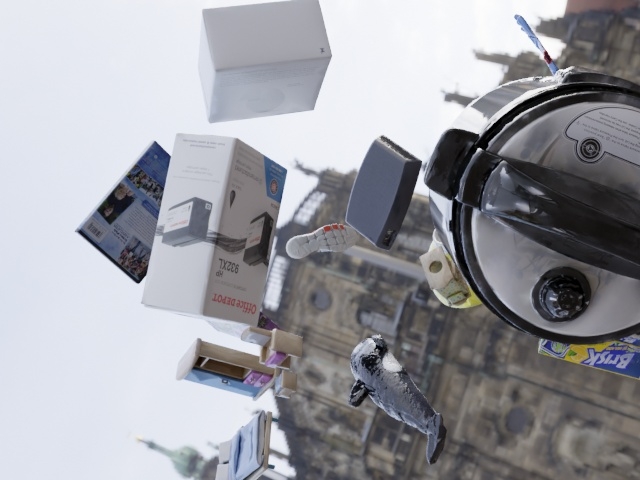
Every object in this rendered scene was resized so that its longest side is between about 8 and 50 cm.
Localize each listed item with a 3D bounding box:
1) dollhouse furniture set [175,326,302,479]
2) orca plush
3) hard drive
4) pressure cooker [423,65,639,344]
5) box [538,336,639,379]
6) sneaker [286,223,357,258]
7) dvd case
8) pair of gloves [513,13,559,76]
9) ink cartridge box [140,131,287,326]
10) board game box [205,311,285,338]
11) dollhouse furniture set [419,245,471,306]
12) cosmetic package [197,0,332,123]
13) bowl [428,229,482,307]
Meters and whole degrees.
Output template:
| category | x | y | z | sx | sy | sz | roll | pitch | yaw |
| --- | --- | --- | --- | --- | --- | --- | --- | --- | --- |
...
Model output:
| category | x | y | z | sx | sy | sz | roll | pitch | yaw |
| --- | --- | --- | --- | --- | --- | --- | --- | --- | --- |
| dollhouse furniture set | -0.191 | 0.368 | 1.924 | 0.286 | 0.198 | 0.303 | 130 | 151 | -49 |
| orca plush | 0.100 | 0.257 | 1.469 | 0.102 | 0.287 | 0.151 | -29 | -48 | -8 |
| hard drive | 0.150 | -0.119 | 2.300 | 0.054 | 0.172 | 0.255 | -4 | -57 | -40 |
| pressure cooker | 0.357 | -0.047 | 1.316 | 0.420 | 0.369 | 0.376 | -86 | -26 | -78 |
| box | 0.442 | 0.172 | 1.484 | 0.059 | 0.168 | 0.054 | -36 | -41 | -73 |
| sneaker | 0.000 | 0.000 | 1.990 | 0.065 | 0.157 | 0.061 | 169 | 91 | -83 |
| dvd case | -0.369 | -0.059 | 1.931 | 0.180 | 0.022 | 0.253 | 46 | -109 | -30 |
| pair of gloves | 0.512 | -0.437 | 2.125 | 0.023 | 0.159 | 0.198 | -34 | -38 | 16 |
| ink cartridge box | -0.182 | -0.012 | 1.631 | 0.223 | 0.129 | 0.308 | 27 | -108 | -67 |
| board game box | -0.237 | 0.186 | 2.343 | 0.208 | 0.347 | 0.056 | 49 | -112 | -28 |
| dollhouse furniture set | 0.347 | 0.078 | 2.099 | 0.182 | 0.161 | 0.101 | 39 | -152 | -49 |
| cosmetic package | -0.114 | -0.346 | 1.774 | 0.225 | 0.224 | 0.138 | 121 | 138 | -70 |
| bowl | 0.381 | 0.016 | 2.391 | 0.156 | 0.289 | 0.289 | 48 | -122 | -28 |
